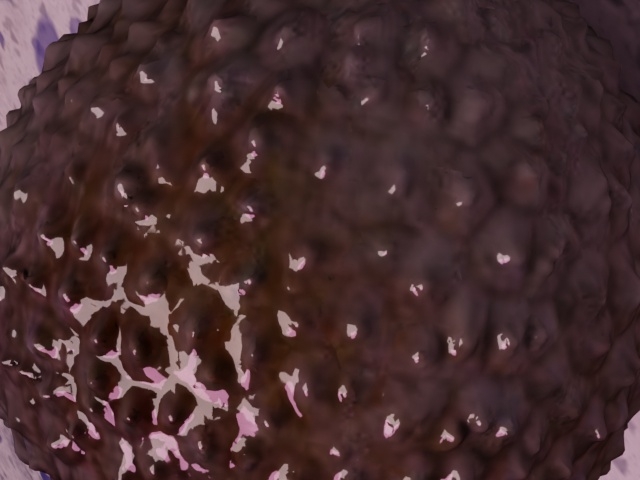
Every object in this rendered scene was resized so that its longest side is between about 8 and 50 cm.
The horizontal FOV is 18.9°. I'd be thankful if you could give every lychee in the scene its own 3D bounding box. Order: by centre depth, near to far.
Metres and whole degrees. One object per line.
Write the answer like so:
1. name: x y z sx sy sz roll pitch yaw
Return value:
1. lychee: -0.006 0.001 0.771 0.300 0.300 0.300 43 148 35
